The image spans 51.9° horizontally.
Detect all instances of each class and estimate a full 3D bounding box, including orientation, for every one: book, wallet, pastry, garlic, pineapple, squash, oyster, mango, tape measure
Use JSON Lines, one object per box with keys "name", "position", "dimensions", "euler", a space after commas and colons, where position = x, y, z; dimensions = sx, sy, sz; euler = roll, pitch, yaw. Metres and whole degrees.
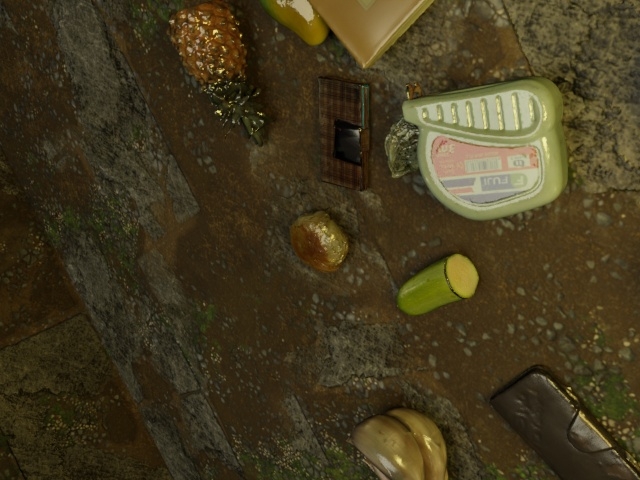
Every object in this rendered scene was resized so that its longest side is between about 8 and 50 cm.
{"name": "book", "position": [0.051, -0.536, 1.159], "dimensions": [0.269, 0.032, 0.388], "euler": [-41, 80, 32]}
{"name": "wallet", "position": [0.480, 0.392, 1.268], "dimensions": [0.309, 0.042, 0.165], "euler": [49, 137, 13]}
{"name": "pastry", "position": [-0.004, 0.003, 1.495], "dimensions": [0.153, 0.081, 0.153], "euler": [18, 123, 31]}
{"name": "garlic", "position": [0.177, 0.501, 1.495], "dimensions": [0.292, 0.210, 0.237], "euler": [24, 120, 44]}
{"name": "pineapple", "position": [-0.213, -0.356, 1.466], "dimensions": [0.169, 0.169, 0.340], "euler": [-5, 114, 45]}
{"name": "squash", "position": [0.222, 0.097, 1.328], "dimensions": [0.188, 0.095, 0.095], "euler": [-31, 88, 50]}
{"name": "oyster", "position": [0.187, -0.185, 1.239], "dimensions": [0.177, 0.064, 0.124], "euler": [-19, 111, 37]}
{"name": "mango", "position": [-0.046, -0.478, 1.292], "dimensions": [0.191, 0.085, 0.122], "euler": [38, 117, 11]}
{"name": "wallet", "position": [0.047, -0.220, 1.363], "dimensions": [0.124, 0.042, 0.230], "euler": [20, 122, 38]}
{"name": "tape measure", "position": [0.280, -0.160, 1.099], "dimensions": [0.243, 0.125, 0.246], "euler": [-2, 108, 32]}
